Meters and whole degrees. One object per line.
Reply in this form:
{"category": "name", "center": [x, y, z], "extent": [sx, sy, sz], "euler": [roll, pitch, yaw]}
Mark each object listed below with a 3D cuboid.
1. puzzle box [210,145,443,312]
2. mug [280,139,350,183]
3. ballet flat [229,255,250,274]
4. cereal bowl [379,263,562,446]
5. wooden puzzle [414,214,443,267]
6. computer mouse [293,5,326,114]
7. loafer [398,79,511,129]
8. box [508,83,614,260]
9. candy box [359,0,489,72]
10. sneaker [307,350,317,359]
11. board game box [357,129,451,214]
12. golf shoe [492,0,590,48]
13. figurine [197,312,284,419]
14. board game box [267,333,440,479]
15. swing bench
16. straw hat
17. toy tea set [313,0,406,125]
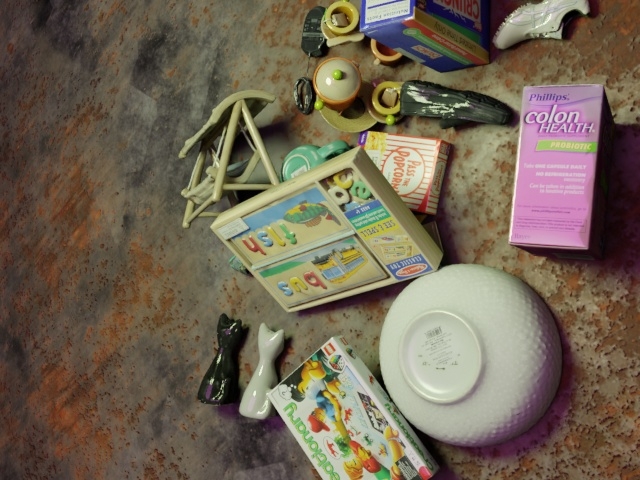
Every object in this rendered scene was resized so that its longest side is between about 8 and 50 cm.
{"category": "puzzle box", "center": [0.000, 0.000, 1.357], "extent": [0.409, 0.272, 0.052], "euler": [-22, 28, 41]}
{"category": "mug", "center": [-0.020, -0.155, 1.495], "extent": [0.129, 0.097, 0.157], "euler": [22, 99, 36]}
{"category": "ballet flat", "center": [-0.136, 0.006, 1.597], "extent": [0.188, 0.070, 0.070], "euler": [-51, 59, 23]}
{"category": "cereal bowl", "center": [0.243, 0.205, 1.235], "extent": [0.339, 0.141, 0.338], "euler": [-4, 84, 37]}
{"category": "wooden puzzle", "center": [0.207, 0.002, 1.363], "extent": [0.079, 0.014, 0.116], "euler": [-15, 76, 39]}
{"category": "computer mouse", "center": [-0.016, -0.407, 1.565], "extent": [0.071, 0.041, 0.242], "euler": [18, 102, 35]}
{"category": "loafer", "center": [0.254, -0.250, 1.319], "extent": [0.223, 0.076, 0.078], "euler": [20, 118, 26]}
{"category": "box", "center": [0.389, -0.098, 1.095], "extent": [0.117, 0.214, 0.242], "euler": [4, 85, 27]}
{"category": "candy box", "center": [0.201, -0.501, 1.262], "extent": [0.122, 0.268, 0.317], "euler": [0, 86, 40]}
{"category": "sneaker", "center": [0.080, 0.334, 1.377], "extent": [0.124, 0.107, 0.283], "euler": [-34, 74, 22]}
{"category": "board game box", "center": [0.156, -0.140, 1.396], "extent": [0.194, 0.045, 0.146], "euler": [13, 93, 37]}
{"category": "golf shoe", "center": [0.395, -0.387, 1.234], "extent": [0.176, 0.069, 0.086], "euler": [-34, 72, 31]}
{"category": "figurine", "center": [-0.172, 0.283, 1.575], "extent": [0.215, 0.092, 0.209], "euler": [6, 85, 36]}
{"category": "board game box", "center": [0.055, 0.356, 1.297], "extent": [0.193, 0.053, 0.305], "euler": [-44, 71, 21]}
{"category": "swing bench", "center": [-0.210, -0.177, 1.545], "extent": [0.253, 0.165, 0.254], "euler": [-27, 68, 61]}
{"category": "straw hat", "center": [0.062, -0.280, 1.467], "extent": [0.145, 0.061, 0.144], "euler": [0, 71, -1]}
{"category": "toy tea set", "center": [0.089, -0.403, 1.383], "extent": [0.200, 0.124, 0.335], "euler": [1, 83, 2]}
